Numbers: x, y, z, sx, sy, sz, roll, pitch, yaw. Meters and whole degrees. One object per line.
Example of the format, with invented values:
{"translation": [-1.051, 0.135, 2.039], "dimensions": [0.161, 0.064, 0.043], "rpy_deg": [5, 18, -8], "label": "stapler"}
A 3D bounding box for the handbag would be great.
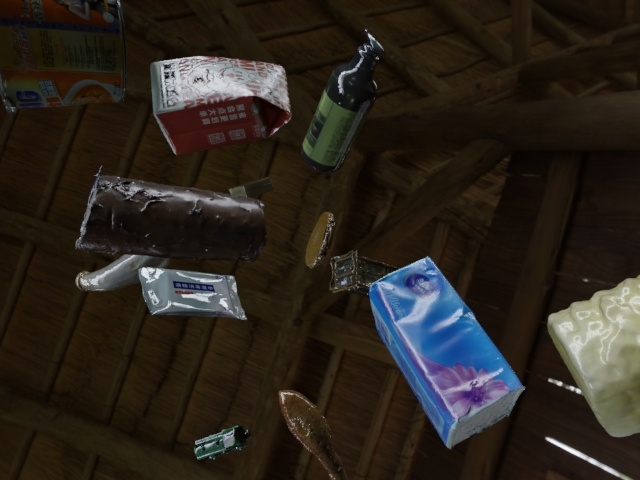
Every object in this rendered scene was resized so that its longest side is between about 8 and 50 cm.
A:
{"translation": [-0.216, -0.323, 0.967], "dimensions": [0.298, 0.171, 0.151], "rpy_deg": [-13, -27, -4], "label": "handbag"}

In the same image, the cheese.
{"translation": [0.271, 0.072, 0.318], "dimensions": [0.167, 0.094, 0.123], "rpy_deg": [-28, -49, 15], "label": "cheese"}

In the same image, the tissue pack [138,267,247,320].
{"translation": [-0.242, 0.102, 0.818], "dimensions": [0.193, 0.122, 0.026], "rpy_deg": [11, -56, -35], "label": "tissue pack"}

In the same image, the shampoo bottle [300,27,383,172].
{"translation": [0.048, -0.268, 0.856], "dimensions": [0.101, 0.101, 0.284], "rpy_deg": [-15, -30, -35], "label": "shampoo bottle"}

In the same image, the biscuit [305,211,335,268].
{"translation": [0.000, 0.000, 1.577], "dimensions": [0.042, 0.226, 0.226], "rpy_deg": [19, -93, -15], "label": "biscuit"}

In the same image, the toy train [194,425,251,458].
{"translation": [-0.292, 0.594, 1.256], "dimensions": [0.170, 0.071, 0.111], "rpy_deg": [-22, -25, 9], "label": "toy train"}

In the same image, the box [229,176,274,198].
{"translation": [-0.168, -0.126, 1.048], "dimensions": [0.083, 0.079, 0.035], "rpy_deg": [-26, -75, -34], "label": "box"}

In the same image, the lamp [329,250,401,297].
{"translation": [0.174, 0.109, 1.078], "dimensions": [0.325, 0.089, 0.090], "rpy_deg": [17, -115, -35], "label": "lamp"}

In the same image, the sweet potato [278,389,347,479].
{"translation": [-0.011, 0.618, 1.338], "dimensions": [0.109, 0.109, 0.385], "rpy_deg": [-36, -82, -27], "label": "sweet potato"}

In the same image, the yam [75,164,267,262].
{"translation": [-0.224, -0.029, 0.677], "dimensions": [0.279, 0.131, 0.131], "rpy_deg": [6, -85, -26], "label": "yam"}

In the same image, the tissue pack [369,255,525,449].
{"translation": [0.209, 0.193, 0.755], "dimensions": [0.146, 0.263, 0.198], "rpy_deg": [-27, -36, -6], "label": "tissue pack"}

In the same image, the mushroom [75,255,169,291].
{"translation": [-0.562, 0.082, 1.230], "dimensions": [0.270, 0.118, 0.103], "rpy_deg": [-24, -59, -17], "label": "mushroom"}

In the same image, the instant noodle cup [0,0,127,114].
{"translation": [-0.515, -0.400, 0.846], "dimensions": [0.214, 0.296, 0.296], "rpy_deg": [-8, -76, -30], "label": "instant noodle cup"}
